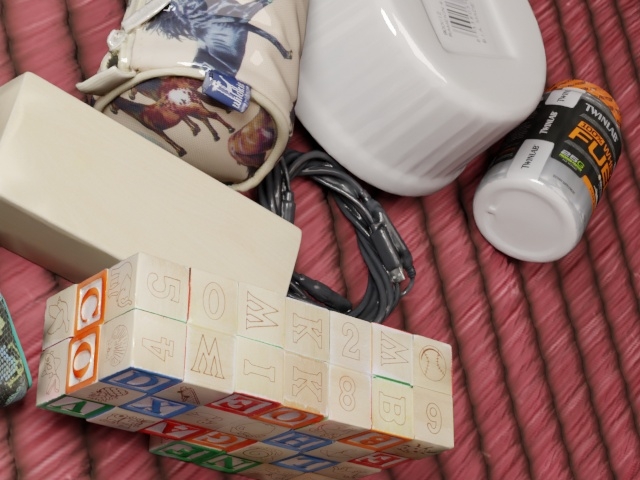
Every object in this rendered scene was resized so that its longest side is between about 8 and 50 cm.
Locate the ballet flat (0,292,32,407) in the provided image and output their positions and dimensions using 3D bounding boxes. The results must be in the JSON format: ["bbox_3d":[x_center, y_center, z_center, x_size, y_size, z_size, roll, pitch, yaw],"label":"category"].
[{"bbox_3d":[-0.255,0.034,1.063,0.070,0.070,0.188,-26,105,-46],"label":"ballet flat"}]

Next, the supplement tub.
[{"bbox_3d":[0.239,-0.076,1.554,0.117,0.117,0.190,48,47,-17],"label":"supplement tub"}]

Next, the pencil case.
[{"bbox_3d":[-0.088,-0.255,1.294,0.183,0.160,0.410,43,46,-49],"label":"pencil case"}]

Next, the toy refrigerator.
[{"bbox_3d":[-0.153,-0.014,1.182,0.269,0.094,0.102,29,61,-30],"label":"toy refrigerator"}]

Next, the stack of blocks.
[{"bbox_3d":[-0.063,0.109,1.153,0.297,0.171,0.087,19,60,-35],"label":"stack of blocks"}]

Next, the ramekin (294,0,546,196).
[{"bbox_3d":[0.087,-0.193,1.424,0.277,0.135,0.277,27,48,-34],"label":"ramekin"}]

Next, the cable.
[{"bbox_3d":[0.000,0.000,1.356,0.150,0.047,0.184,-34,93,-38],"label":"cable"}]
